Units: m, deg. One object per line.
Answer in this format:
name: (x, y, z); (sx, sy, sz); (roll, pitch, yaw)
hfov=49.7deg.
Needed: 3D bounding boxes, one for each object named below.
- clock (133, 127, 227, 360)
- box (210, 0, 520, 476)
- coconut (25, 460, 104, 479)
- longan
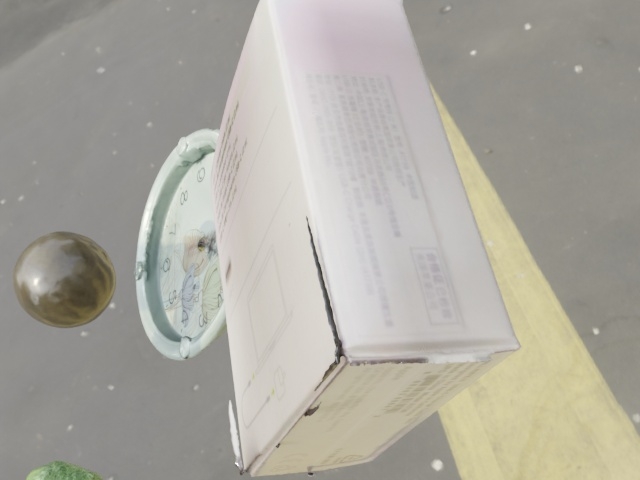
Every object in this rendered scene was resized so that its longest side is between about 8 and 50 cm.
clock: (-0.120, 0.004, 0.707); (0.236, 0.053, 0.236); (-17, 68, 48)
box: (0.000, 0.000, 0.443); (0.106, 0.203, 0.252); (-1, 58, -19)
coconut: (-0.251, 0.260, 0.658); (0.088, 0.088, 0.096); (-10, 50, 27)
longan: (-0.435, 0.065, 1.185); (0.167, 0.167, 0.187); (-22, 20, 16)
